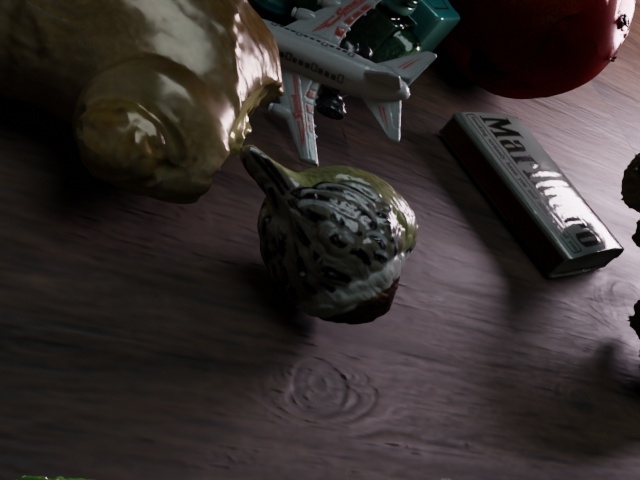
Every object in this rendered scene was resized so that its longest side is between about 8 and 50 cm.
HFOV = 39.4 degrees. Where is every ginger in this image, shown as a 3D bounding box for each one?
[{"bbox_3d":[-0.140,-0.122,0.528,0.276,0.130,0.221,7,55,-31],"label":"ginger"}]

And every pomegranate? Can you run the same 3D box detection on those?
[{"bbox_3d":[0.218,-0.262,0.946,0.210,0.210,0.235,3,49,-41],"label":"pomegranate"}]

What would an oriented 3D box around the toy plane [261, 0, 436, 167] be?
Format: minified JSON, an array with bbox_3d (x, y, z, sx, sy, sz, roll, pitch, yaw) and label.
[{"bbox_3d":[-0.003,-0.140,0.704,0.171,0.162,0.065,21,-9,19],"label":"toy plane"}]

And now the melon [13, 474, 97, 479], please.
[{"bbox_3d":[-0.067,0.169,0.334,0.209,0.064,0.118,45,34,2],"label":"melon"}]

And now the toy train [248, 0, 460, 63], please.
[{"bbox_3d":[0.023,-0.228,0.809,0.203,0.112,0.163,50,30,9],"label":"toy train"}]

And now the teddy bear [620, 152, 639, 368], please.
[{"bbox_3d":[0.334,0.021,0.784,0.182,0.129,0.251,36,51,-28],"label":"teddy bear"}]

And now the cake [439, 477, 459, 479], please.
[{"bbox_3d":[0.093,0.186,0.494,0.052,0.065,0.121,0,28,-43],"label":"cake"}]

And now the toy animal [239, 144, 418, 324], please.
[{"bbox_3d":[0.000,0.000,0.547,0.137,0.098,0.098,25,36,-44],"label":"toy animal"}]

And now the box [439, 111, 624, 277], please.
[{"bbox_3d":[0.200,-0.048,0.842,0.115,0.036,0.177,-6,55,-48],"label":"box"}]
